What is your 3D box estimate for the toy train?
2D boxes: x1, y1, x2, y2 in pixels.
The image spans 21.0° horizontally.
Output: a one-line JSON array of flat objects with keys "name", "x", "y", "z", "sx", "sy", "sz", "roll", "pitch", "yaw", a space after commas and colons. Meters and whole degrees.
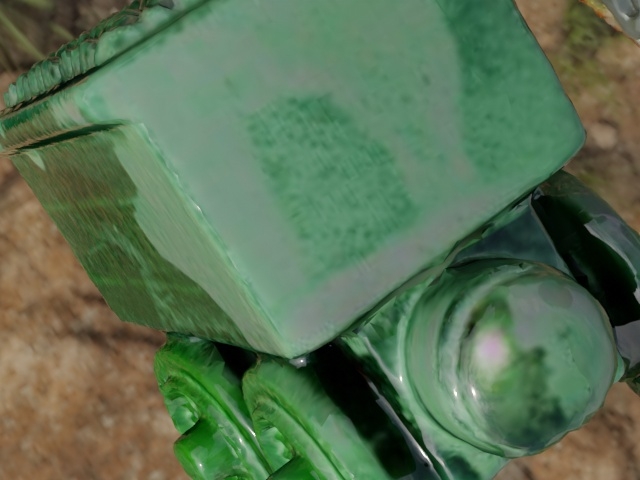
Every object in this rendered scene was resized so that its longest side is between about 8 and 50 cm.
[{"name": "toy train", "x": 0.000, "y": 0.000, "z": 0.578, "sx": 0.145, "sy": 0.266, "sz": 0.202, "roll": -35, "pitch": 100, "yaw": -16}]

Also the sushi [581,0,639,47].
[{"name": "sushi", "x": 0.151, "y": -0.216, "z": 1.007, "sx": 0.332, "sy": 0.130, "sz": 0.124, "roll": 35, "pitch": 80, "yaw": 2}]
